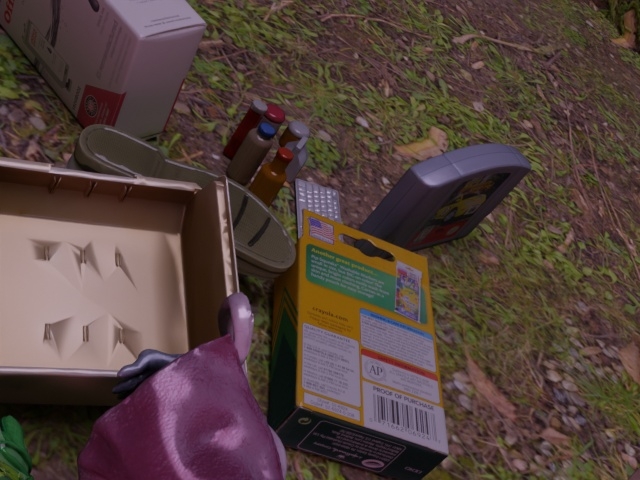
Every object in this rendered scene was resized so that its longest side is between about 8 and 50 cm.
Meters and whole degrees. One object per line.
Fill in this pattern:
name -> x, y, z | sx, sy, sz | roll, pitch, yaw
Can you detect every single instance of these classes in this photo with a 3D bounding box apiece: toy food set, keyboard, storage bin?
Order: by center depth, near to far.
storage bin -> -0.229, 0.038, 1.039 | 0.262, 0.123, 0.260 | 6, 62, -28
keyboard -> 0.000, 0.000, 1.448 | 0.072, 0.014, 0.256 | 21, 37, -21
toy food set -> -0.068, -0.150, 1.487 | 0.111, 0.104, 0.232 | 34, 35, -2

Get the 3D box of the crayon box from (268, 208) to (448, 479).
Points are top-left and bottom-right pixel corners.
crayon box -> 0.044, 0.127, 1.261 | 0.203, 0.083, 0.323 | 21, 41, -19

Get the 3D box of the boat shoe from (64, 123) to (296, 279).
boat shoe -> -0.177, -0.031, 1.254 | 0.302, 0.103, 0.113 | 31, 37, -7

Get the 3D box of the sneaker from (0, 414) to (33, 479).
sneaker -> -0.285, 0.214, 0.871 | 0.295, 0.109, 0.123 | 42, 36, 8

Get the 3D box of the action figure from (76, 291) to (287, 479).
action figure -> -0.044, 0.271, 0.855 | 0.370, 0.248, 0.276 | 34, 56, 25

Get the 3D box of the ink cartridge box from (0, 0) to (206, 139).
ink cartridge box -> -0.309, -0.298, 1.368 | 0.117, 0.207, 0.283 | -24, 64, -42

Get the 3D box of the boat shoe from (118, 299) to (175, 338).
boat shoe -> -0.229, 0.082, 1.129 | 0.137, 0.049, 0.043 | 34, 38, 1

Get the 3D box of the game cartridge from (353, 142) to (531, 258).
game cartridge -> 0.198, -0.066, 1.533 | 0.294, 0.196, 0.060 | -13, 57, -47

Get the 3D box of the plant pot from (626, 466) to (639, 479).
plant pot -> 0.484, 0.397, 1.172 | 0.323, 0.323, 0.280 | -3, 33, -42
